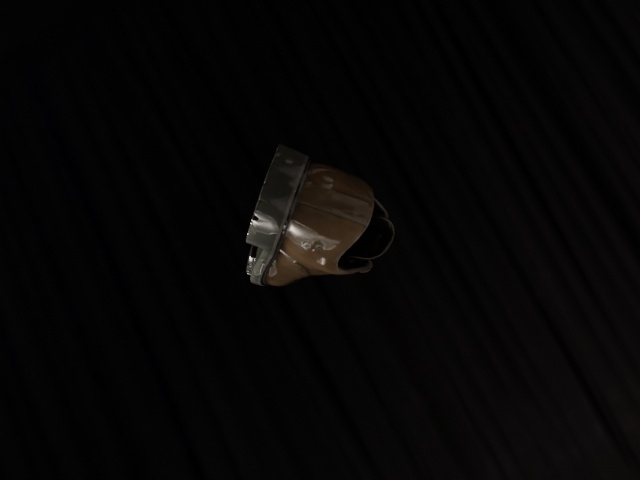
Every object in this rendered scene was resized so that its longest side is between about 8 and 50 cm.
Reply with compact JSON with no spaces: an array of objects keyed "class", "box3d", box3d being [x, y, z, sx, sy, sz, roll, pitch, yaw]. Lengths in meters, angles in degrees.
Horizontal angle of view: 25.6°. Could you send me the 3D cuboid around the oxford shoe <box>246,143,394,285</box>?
[{"class":"oxford shoe","box3d":[0.000,0.000,1.006,0.096,0.083,0.227,18,-8,0]}]
